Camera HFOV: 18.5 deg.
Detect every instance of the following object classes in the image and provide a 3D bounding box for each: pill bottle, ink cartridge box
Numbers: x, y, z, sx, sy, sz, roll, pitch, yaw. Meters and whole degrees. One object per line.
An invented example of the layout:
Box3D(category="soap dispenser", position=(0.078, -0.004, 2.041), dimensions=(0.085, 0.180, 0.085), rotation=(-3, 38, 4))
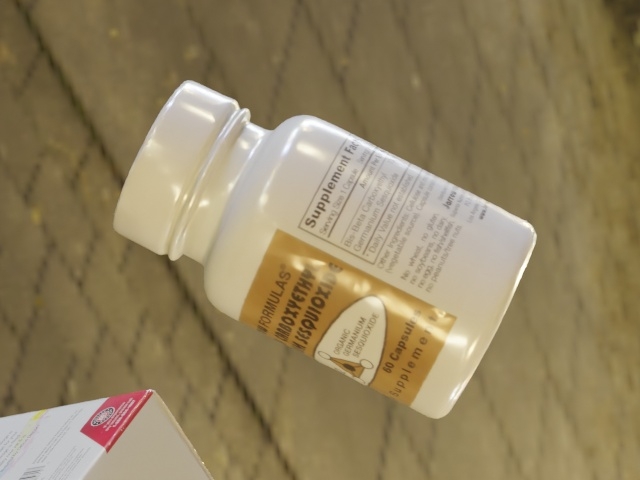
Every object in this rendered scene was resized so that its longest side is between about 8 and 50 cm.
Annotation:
Box3D(category="pill bottle", position=(0.000, 0.000, 1.169), dimensions=(0.131, 0.229, 0.131), rotation=(-63, 177, -5))
Box3D(category="ink cartridge box", position=(-0.177, 0.198, 1.344), dimensions=(0.127, 0.176, 0.128), rotation=(59, 41, -22))
